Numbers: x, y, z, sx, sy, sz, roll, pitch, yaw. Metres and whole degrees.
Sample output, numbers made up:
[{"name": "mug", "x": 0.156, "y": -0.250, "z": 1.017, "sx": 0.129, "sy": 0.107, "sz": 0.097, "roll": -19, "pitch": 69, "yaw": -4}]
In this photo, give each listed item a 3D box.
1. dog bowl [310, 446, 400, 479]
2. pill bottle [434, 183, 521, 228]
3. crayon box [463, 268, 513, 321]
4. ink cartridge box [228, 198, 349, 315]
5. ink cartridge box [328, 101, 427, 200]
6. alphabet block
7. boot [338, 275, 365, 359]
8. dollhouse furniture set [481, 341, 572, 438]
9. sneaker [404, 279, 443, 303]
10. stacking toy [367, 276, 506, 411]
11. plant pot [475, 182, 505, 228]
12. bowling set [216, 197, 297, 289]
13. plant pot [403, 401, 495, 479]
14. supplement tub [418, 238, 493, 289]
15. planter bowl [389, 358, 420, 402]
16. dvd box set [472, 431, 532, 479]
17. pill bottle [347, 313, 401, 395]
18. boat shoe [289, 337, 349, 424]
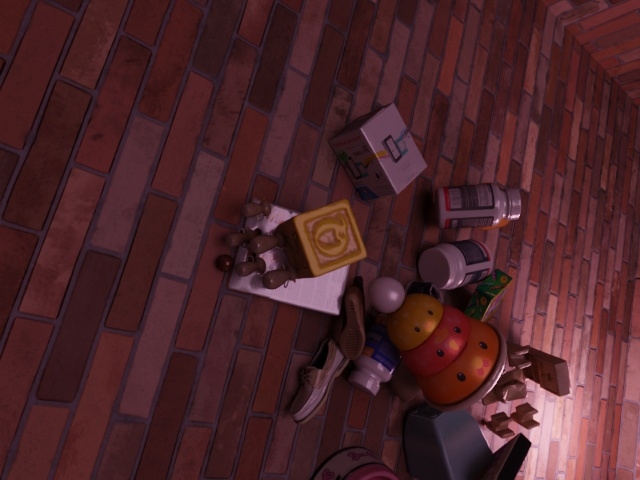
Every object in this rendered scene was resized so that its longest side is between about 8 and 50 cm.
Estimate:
[{"name": "dog bowl", "x": 0.134, "y": 0.952, "z": 1.558, "sx": 0.408, "sy": 0.150, "sz": 0.407, "roll": 2, "pitch": 86, "yaw": -34}, {"name": "pill bottle", "x": 0.637, "y": -0.141, "z": 1.837, "sx": 0.319, "sy": 0.176, "sz": 0.176, "roll": -3, "pitch": 89, "yaw": 9}, {"name": "crayon box", "x": 0.703, "y": 0.270, "z": 1.921, "sx": 0.165, "sy": 0.081, "sz": 0.278, "roll": -32, "pitch": 145, "yaw": -31}, {"name": "ink cartridge box", "x": -0.089, "y": 0.062, "z": 1.511, "sx": 0.385, "sy": 0.091, "sz": 0.308, "roll": 16, "pitch": 79, "yaw": -15}, {"name": "ink cartridge box", "x": 0.209, "y": -0.319, "z": 1.638, "sx": 0.197, "sy": 0.198, "sz": 0.270, "roll": -42, "pitch": 109, "yaw": -27}, {"name": "alphabet block", "x": 0.000, "y": 0.000, "z": 1.396, "sx": 0.192, "sy": 0.197, "sz": 0.193, "roll": -22, "pitch": 91, "yaw": -19}, {"name": "boot", "x": 0.127, "y": 0.268, "z": 1.580, "sx": 0.207, "sy": 0.090, "sz": 0.248, "roll": -47, "pitch": 138, "yaw": -70}, {"name": "dollhouse furniture set", "x": 0.903, "y": 0.647, "z": 2.094, "sx": 0.394, "sy": 0.256, "sz": 0.362, "roll": -12, "pitch": 94, "yaw": -13}, {"name": "sneaker", "x": 0.383, "y": 0.264, "z": 1.751, "sx": 0.086, "sy": 0.163, "sz": 0.226, "roll": 29, "pitch": 73, "yaw": -31}, {"name": "stacking toy", "x": 0.334, "y": 0.299, "z": 1.490, "sx": 0.480, "sy": 0.350, "sz": 0.350, "roll": 40, "pitch": 66, "yaw": -11}, {"name": "plant pot", "x": 0.769, "y": -0.137, "z": 2.022, "sx": 0.188, "sy": 0.205, "sz": 0.205, "roll": 17, "pitch": 78, "yaw": -48}, {"name": "bowling set", "x": -0.211, "y": 0.024, "z": 1.378, "sx": 0.154, "sy": 0.200, "sz": 0.287, "roll": -15, "pitch": 91, "yaw": -61}, {"name": "plant pot", "x": 0.475, "y": 0.767, "z": 1.749, "sx": 0.248, "sy": 0.247, "sz": 0.252, "roll": -19, "pitch": 92, "yaw": -33}, {"name": "supplement tub", "x": 0.562, "y": 0.099, "z": 1.860, "sx": 0.272, "sy": 0.191, "sz": 0.191, "roll": -6, "pitch": 91, "yaw": -34}, {"name": "planter bowl", "x": 0.324, "y": 0.518, "z": 1.716, "sx": 0.109, "sy": 0.162, "sz": 0.162, "roll": 40, "pitch": 64, "yaw": 3}, {"name": "dvd box set", "x": 0.617, "y": 0.944, "z": 1.725, "sx": 0.062, "sy": 0.420, "sz": 0.308, "roll": 44, "pitch": 35, "yaw": 22}, {"name": "pill bottle", "x": 0.213, "y": 0.416, "z": 1.634, "sx": 0.152, "sy": 0.152, "sz": 0.272, "roll": 46, "pitch": 64, "yaw": -24}, {"name": "boat shoe", "x": -0.019, "y": 0.463, "z": 1.508, "sx": 0.103, "sy": 0.113, "sz": 0.302, "roll": 53, "pitch": 52, "yaw": -19}]
